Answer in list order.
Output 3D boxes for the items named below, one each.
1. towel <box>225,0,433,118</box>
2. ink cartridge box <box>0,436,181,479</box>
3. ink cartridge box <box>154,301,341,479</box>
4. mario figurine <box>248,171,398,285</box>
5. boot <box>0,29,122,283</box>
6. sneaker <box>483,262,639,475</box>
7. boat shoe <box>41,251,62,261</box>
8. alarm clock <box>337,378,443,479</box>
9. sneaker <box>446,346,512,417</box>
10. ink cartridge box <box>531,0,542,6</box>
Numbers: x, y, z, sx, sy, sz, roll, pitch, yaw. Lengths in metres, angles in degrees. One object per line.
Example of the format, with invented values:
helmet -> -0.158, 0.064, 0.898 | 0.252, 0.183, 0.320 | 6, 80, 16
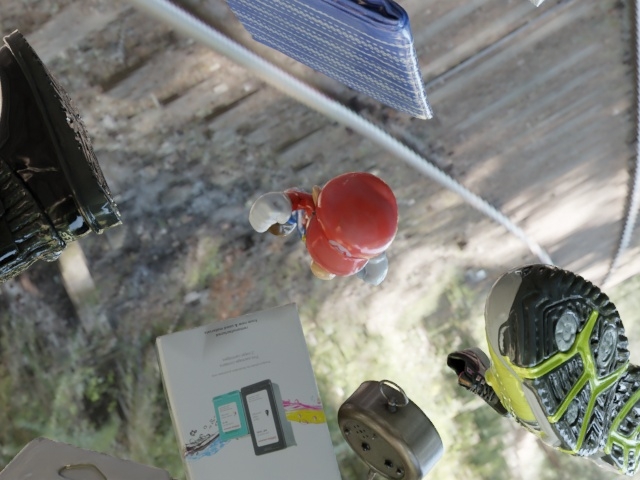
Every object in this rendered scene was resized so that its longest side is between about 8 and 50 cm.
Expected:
towel -> -0.002, -0.218, 1.063 | 0.040, 0.243, 0.336 | -61, 168, -1
ink cartridge box -> -0.187, 0.333, 0.997 | 0.197, 0.273, 0.114 | 5, -143, 35
ink cartridge box -> -0.106, 0.247, 1.490 | 0.197, 0.270, 0.198 | -14, 174, -11
mario figurine -> 0.000, 0.000, 1.473 | 0.198, 0.170, 0.320 | -13, -176, -12
boot -> -0.432, -0.098, 1.375 | 0.260, 0.348, 0.131 | -27, 149, -3
sneaker -> 0.217, 0.133, 1.035 | 0.385, 0.147, 0.145 | 47, 64, -52
boat shoe -> -0.489, -0.007, 1.761 | 0.042, 0.133, 0.049 | -49, -162, 43
alarm clock -> 0.079, 0.220, 1.254 | 0.064, 0.129, 0.192 | -41, 151, -30
sneaker -> 0.289, 0.261, 1.937 | 0.077, 0.178, 0.072 | 3, 114, -33
ink cartridge box -> 0.253, -0.355, 1.285 | 0.061, 0.104, 0.181 | -43, 170, -7
